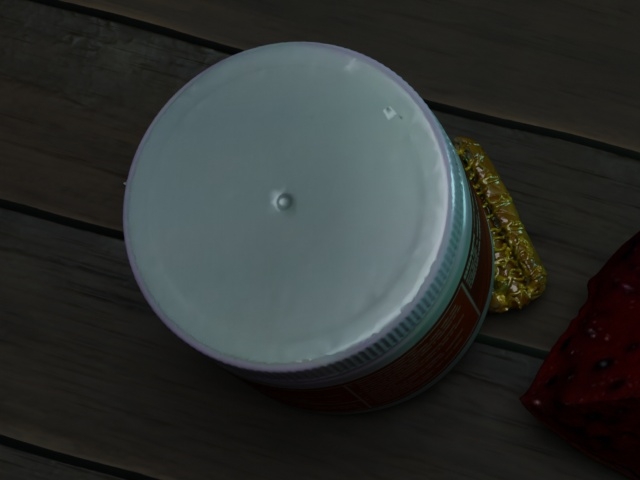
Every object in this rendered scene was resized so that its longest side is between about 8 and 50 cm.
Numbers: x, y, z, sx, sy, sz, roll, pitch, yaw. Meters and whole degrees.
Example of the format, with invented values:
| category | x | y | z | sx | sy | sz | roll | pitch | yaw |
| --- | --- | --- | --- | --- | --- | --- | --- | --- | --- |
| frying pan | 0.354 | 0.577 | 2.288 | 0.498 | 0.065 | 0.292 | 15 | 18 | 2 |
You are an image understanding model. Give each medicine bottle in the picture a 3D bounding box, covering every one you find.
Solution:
| category | x | y | z | sx | sy | sz | roll | pitch | yaw |
| --- | --- | --- | --- | --- | --- | --- | --- | --- | --- |
| medicine bottle | 0.000 | 0.000 | 1.333 | 0.252 | 0.241 | 0.253 | -3 | 76 | 11 |

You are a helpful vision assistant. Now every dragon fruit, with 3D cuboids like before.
| category | x | y | z | sx | sy | sz | roll | pitch | yaw |
| --- | --- | --- | --- | --- | --- | --- | --- | --- | --- |
| dragon fruit | 0.372 | 0.058 | 1.324 | 0.302 | 0.240 | 0.330 | 30 | 79 | -7 |

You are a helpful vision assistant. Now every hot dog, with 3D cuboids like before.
| category | x | y | z | sx | sy | sz | roll | pitch | yaw |
| --- | --- | --- | --- | --- | --- | --- | --- | --- | --- |
| hot dog | 0.136 | -0.011 | 1.457 | 0.071 | 0.045 | 0.165 | -22 | 69 | -8 |

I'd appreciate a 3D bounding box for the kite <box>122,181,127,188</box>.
| category | x | y | z | sx | sy | sz | roll | pitch | yaw |
| --- | --- | --- | --- | --- | --- | --- | --- | --- | --- |
| kite | -0.100 | -0.031 | 1.493 | 0.156 | 0.011 | 0.139 | 17 | 73 | 9 |
